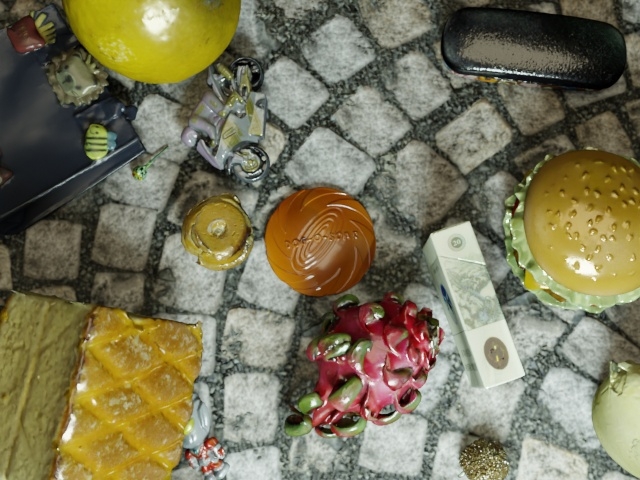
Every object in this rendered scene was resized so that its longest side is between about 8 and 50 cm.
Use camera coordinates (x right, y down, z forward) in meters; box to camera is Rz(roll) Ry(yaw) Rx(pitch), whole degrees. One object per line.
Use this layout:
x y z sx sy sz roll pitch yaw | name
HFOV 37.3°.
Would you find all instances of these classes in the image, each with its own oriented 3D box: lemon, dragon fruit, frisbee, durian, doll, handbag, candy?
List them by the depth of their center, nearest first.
0.074 0.211 1.512 0.198 0.218 0.272 16 84 39 | dragon fruit
0.264 0.366 1.546 0.091 0.080 0.080 -37 83 10 | durian
-0.208 0.311 1.548 0.094 0.079 0.180 -31 87 27 | doll
-0.275 -0.401 1.550 0.297 0.297 0.296 0 81 -1 | lemon
-0.496 -0.209 1.605 0.329 0.122 0.303 -32 82 -7 | handbag
0.000 0.000 1.619 0.192 0.035 0.191 0 81 -2 | frisbee
-0.293 -0.135 1.645 0.083 0.025 0.023 -43 127 -15 | candy

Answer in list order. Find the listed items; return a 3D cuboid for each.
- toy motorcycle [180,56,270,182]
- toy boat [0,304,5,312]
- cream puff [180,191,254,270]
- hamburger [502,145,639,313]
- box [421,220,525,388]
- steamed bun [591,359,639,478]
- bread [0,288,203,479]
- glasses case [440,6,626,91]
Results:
-0.166 -0.206 1.631 0.153 0.073 0.224 -4 81 1 | toy motorcycle
-0.575 0.177 1.556 0.320 0.092 0.141 -2 81 6 | toy boat
-0.173 -0.014 1.583 0.120 0.104 0.133 -3 64 -6 | cream puff
0.437 -0.021 1.538 0.275 0.212 0.274 0 80 -1 | hamburger
0.244 0.109 1.538 0.069 0.164 0.256 -18 82 -2 | box
0.556 0.297 1.480 0.273 0.232 0.166 17 75 3 | steamed bun
-0.346 0.233 1.432 0.207 0.279 0.278 7 85 31 | bread
0.371 -0.333 1.655 0.321 0.082 0.122 7 79 2 | glasses case
